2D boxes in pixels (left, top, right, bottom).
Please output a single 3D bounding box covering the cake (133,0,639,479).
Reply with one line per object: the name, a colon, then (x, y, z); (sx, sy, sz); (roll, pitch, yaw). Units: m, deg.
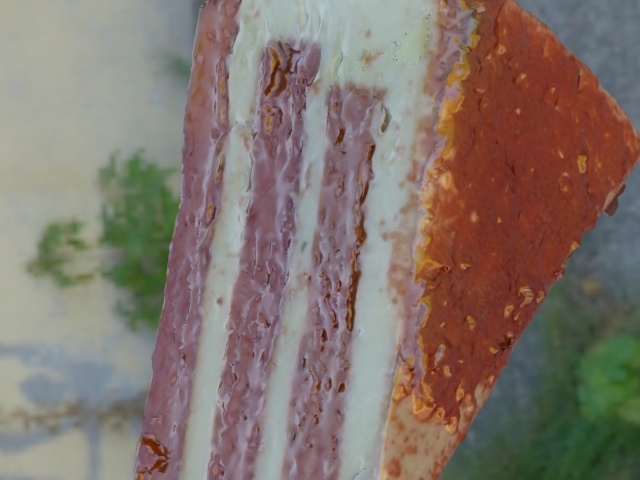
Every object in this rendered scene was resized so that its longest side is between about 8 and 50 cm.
cake: (0.000, 0.000, 0.813); (0.158, 0.262, 0.160); (0, 134, 42)
